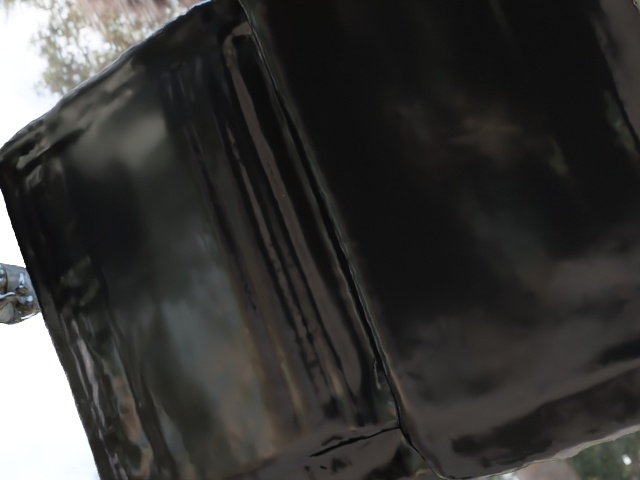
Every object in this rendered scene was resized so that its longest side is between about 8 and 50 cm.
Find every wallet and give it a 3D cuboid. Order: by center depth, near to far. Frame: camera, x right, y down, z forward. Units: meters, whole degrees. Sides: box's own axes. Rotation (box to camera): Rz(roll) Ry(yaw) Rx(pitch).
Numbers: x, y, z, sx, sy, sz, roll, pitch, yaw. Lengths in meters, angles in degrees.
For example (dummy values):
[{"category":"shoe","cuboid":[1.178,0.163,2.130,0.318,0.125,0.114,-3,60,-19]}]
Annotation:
[{"category":"wallet","cuboid":[0.000,0.000,0.487,0.323,0.247,0.041,-27,-11,27]}]

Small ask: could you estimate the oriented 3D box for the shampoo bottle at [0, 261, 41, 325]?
[{"category":"shampoo bottle","cuboid":[-0.293,0.007,0.576,0.309,0.098,0.071,15,-61,-43]}]
